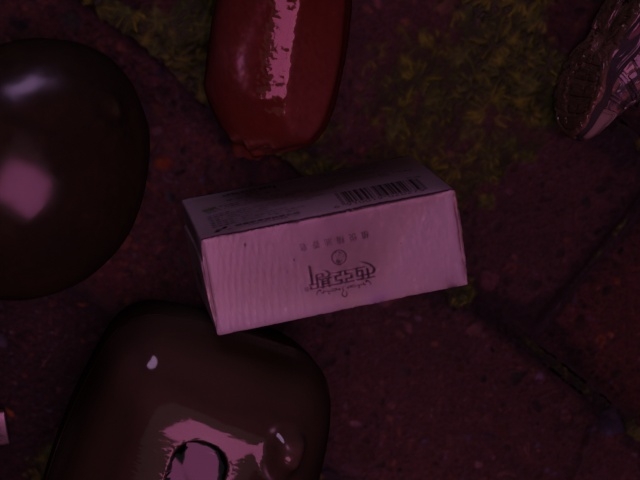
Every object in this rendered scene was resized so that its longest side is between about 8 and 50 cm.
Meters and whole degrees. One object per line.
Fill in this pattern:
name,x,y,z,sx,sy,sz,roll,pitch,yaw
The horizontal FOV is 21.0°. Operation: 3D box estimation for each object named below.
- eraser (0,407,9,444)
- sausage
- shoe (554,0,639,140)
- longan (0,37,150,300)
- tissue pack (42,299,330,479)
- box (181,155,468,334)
eraser,-0.373,0.202,1.827,0.083,0.019,0.038,-9,105,-8
sausage,-0.040,-0.203,1.735,0.148,0.148,0.254,9,95,-12
shoe,0.323,-0.182,1.837,0.092,0.089,0.180,23,100,-26
longan,-0.284,-0.070,1.665,0.258,0.258,0.258,-2,103,-10
tissue pack,-0.148,0.268,1.753,0.267,0.277,0.387,17,98,-11
box,0.000,0.000,1.758,0.260,0.194,0.111,-13,104,-6
